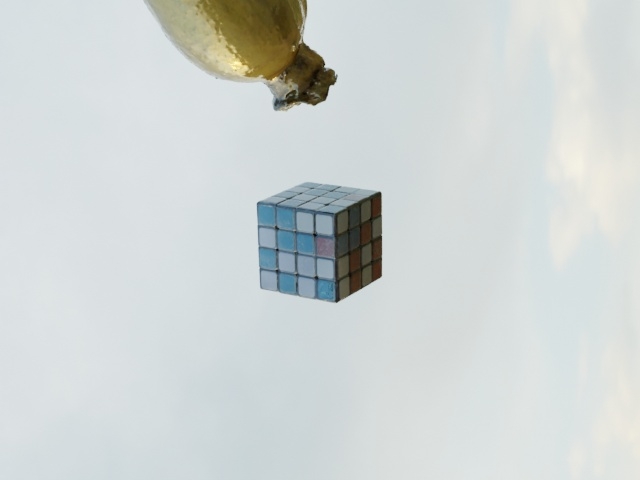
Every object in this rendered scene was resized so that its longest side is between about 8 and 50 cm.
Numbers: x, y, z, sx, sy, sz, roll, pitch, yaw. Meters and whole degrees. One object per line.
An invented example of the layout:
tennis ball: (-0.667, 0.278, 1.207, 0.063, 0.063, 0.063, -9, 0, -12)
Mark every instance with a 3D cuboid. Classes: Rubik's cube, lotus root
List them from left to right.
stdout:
lotus root: (-0.101, -0.242, 1.250, 0.303, 0.131, 0.146, 57, -155, -22)
Rubik's cube: (0.000, 0.000, 1.372, 0.092, 0.092, 0.092, -26, -61, -54)
